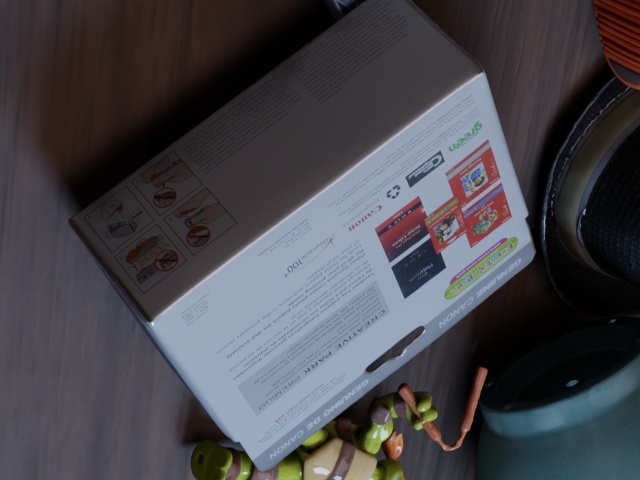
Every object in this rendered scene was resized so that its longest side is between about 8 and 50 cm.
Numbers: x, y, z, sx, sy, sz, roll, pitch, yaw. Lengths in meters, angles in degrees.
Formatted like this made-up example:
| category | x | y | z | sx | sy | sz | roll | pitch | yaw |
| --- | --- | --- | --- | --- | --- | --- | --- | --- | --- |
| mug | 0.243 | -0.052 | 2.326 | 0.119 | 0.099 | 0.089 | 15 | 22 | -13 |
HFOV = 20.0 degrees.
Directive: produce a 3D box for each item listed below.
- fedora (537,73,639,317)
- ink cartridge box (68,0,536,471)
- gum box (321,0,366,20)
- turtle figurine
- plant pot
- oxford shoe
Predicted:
| category | x | y | z | sx | sy | sz | roll | pitch | yaw |
| --- | --- | --- | --- | --- | --- | --- | --- | --- | --- |
| fedora | 0.366 | -0.037 | 1.650 | 0.334 | 0.152 | 0.334 | -17 | 126 | -24 |
| ink cartridge box | 0.000 | 0.000 | 1.435 | 0.309 | 0.130 | 0.272 | -37 | 145 | -8 |
| gum box | 0.056 | -0.276 | 1.371 | 0.184 | 0.041 | 0.157 | -36 | 132 | -7 |
| turtle figurine | 0.008 | 0.182 | 1.599 | 0.217 | 0.087 | 0.269 | 24 | 112 | -33 |
| plant pot | 0.261 | 0.193 | 1.669 | 0.293 | 0.293 | 0.196 | -30 | 104 | -14 |
| oxford shoe | 0.296 | -0.255 | 1.508 | 0.098 | 0.097 | 0.271 | -16 | 126 | -32 |
